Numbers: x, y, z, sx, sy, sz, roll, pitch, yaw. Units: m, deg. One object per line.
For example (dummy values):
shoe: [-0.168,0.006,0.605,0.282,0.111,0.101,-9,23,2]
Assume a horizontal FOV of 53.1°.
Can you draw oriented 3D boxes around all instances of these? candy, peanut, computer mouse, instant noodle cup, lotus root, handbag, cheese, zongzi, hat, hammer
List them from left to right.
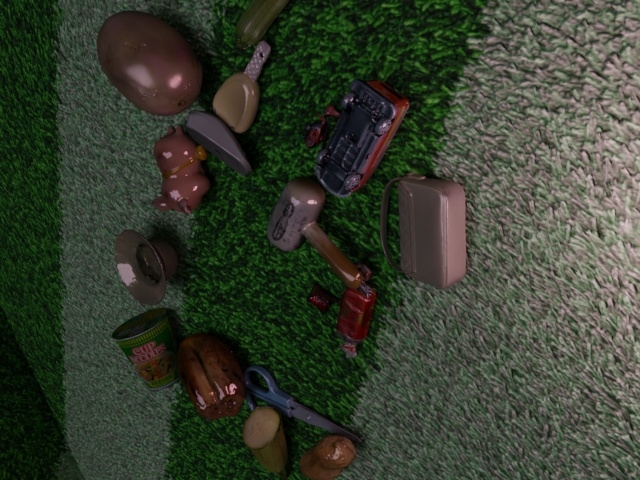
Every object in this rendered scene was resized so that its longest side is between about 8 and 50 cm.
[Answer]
instant noodle cup: [-0.573,0.381,2.207,0.207,0.207,0.232,-6,114,42]
hat: [-0.534,0.070,2.058,0.257,0.130,0.257,17,118,34]
lotus root: [-0.348,0.413,2.022,0.291,0.193,0.193,54,136,33]
computer mouse: [-0.261,-0.265,1.700,0.231,0.079,0.128,40,170,3]
cheese: [-0.187,-0.394,1.612,0.127,0.054,0.251,45,131,11]
hammer: [0.000,0.000,1.579,0.305,0.113,0.201,46,135,21]
zongzi: [0.014,0.157,1.701,0.074,0.067,0.083,-24,111,32]
peanut: [0.022,0.626,1.848,0.117,0.101,0.263,22,139,-8]
candy: [0.089,0.182,1.632,0.086,0.059,0.292,27,125,25]
handbag: [0.219,-0.027,1.425,0.219,0.079,0.255,19,121,46]

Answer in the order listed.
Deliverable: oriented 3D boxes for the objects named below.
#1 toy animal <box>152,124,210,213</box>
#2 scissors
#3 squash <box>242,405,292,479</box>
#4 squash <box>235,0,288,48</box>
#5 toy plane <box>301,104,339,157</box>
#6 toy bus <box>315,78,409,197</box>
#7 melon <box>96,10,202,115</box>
toy animal: [-0.393,-0.203,1.817,0.165,0.149,0.247,8,103,54]
scissors: [-0.063,0.516,1.929,0.447,0.029,0.192,15,119,35]
squash: [-0.167,0.657,2.004,0.137,0.137,0.287,21,135,32]
squash: [-0.136,-0.533,1.492,0.219,0.068,0.077,-42,59,42]
toy plane: [-0.002,-0.263,1.525,0.060,0.037,0.145,41,132,14]
toy bus: [0.091,-0.222,1.407,0.121,0.120,0.265,41,130,19]
melon: [-0.448,-0.465,1.687,0.317,0.223,0.223,45,131,14]
